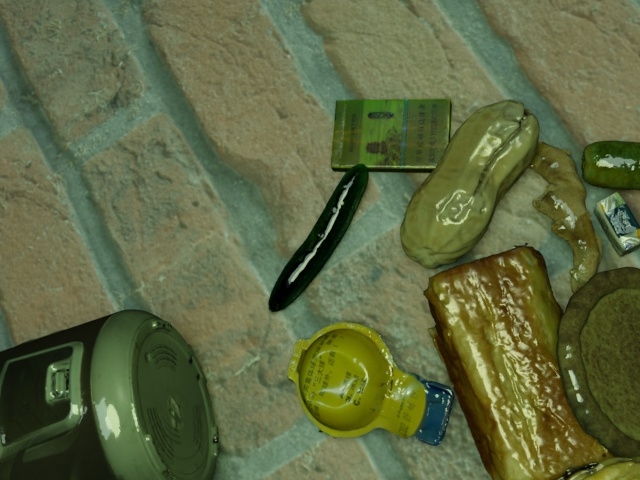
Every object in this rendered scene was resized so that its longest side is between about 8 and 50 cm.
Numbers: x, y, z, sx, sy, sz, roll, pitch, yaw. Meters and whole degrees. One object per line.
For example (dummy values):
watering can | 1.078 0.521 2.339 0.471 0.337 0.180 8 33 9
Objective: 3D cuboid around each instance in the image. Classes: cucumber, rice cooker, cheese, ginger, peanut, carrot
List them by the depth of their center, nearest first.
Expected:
carrot | 0.567 -0.096 1.058 0.358 0.074 0.074 8 79 14
rice cooker | -0.351 0.279 1.062 0.325 0.335 0.335 -19 74 9
cheese | 0.065 0.220 1.083 0.270 0.069 0.177 16 90 30
ginger | 0.371 -0.024 1.087 0.089 0.075 0.288 -5 70 -10
peanut | 0.226 -0.087 1.105 0.130 0.130 0.290 32 87 18
cucumber | 0.000 0.000 1.181 0.056 0.056 0.284 32 91 18

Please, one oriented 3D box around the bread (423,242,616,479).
bread | 0.277 0.183 1.023 0.195 0.149 0.344 -16 73 -4

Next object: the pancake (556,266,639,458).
pancake | 0.443 0.166 0.969 0.288 0.033 0.286 22 61 -8

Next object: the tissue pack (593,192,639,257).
tissue pack | 0.441 -0.023 1.074 0.042 0.062 0.083 -28 72 10

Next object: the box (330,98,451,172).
box | 0.117 -0.173 1.205 0.193 0.030 0.121 2 78 15

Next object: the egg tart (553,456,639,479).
egg tart | 0.348 0.353 0.884 0.241 0.106 0.241 -5 111 -13
